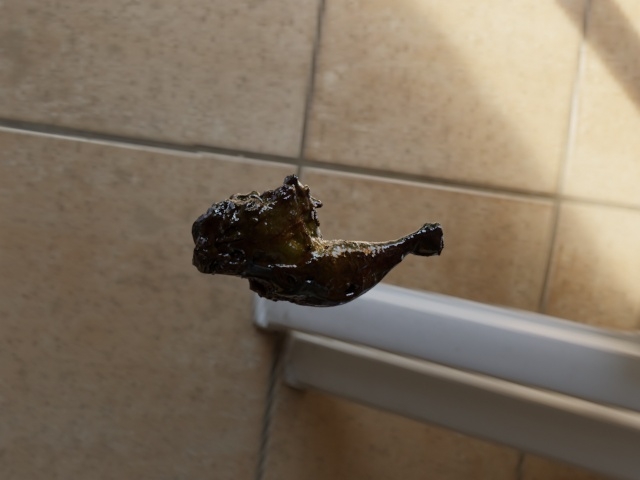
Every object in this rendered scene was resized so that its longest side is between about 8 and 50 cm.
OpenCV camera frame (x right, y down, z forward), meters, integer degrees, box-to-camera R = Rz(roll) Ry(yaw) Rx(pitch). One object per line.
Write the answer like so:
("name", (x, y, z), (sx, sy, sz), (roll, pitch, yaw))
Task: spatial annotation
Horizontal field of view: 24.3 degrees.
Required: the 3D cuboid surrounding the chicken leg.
("chicken leg", (-0.002, 0.004, 0.682), (0.145, 0.037, 0.062), (16, 109, -45))
